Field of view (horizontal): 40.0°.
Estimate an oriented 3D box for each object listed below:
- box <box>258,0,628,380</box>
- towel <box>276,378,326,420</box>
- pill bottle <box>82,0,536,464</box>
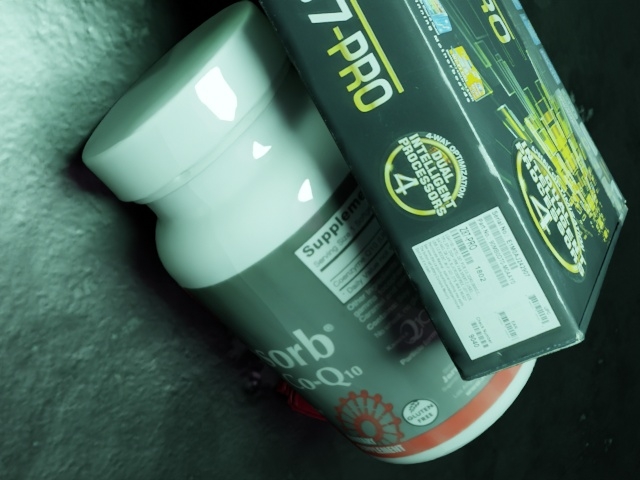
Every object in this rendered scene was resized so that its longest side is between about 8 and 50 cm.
[{"bbox_3d":[0.089,-0.136,0.656,0.395,0.097,0.318,61,26,-3],"label":"box"},{"bbox_3d":[0.081,0.069,0.920,0.199,0.031,0.275,28,83,-39],"label":"towel"},{"bbox_3d":[0.000,0.000,0.715,0.363,0.210,0.210,46,73,-24],"label":"pill bottle"}]
